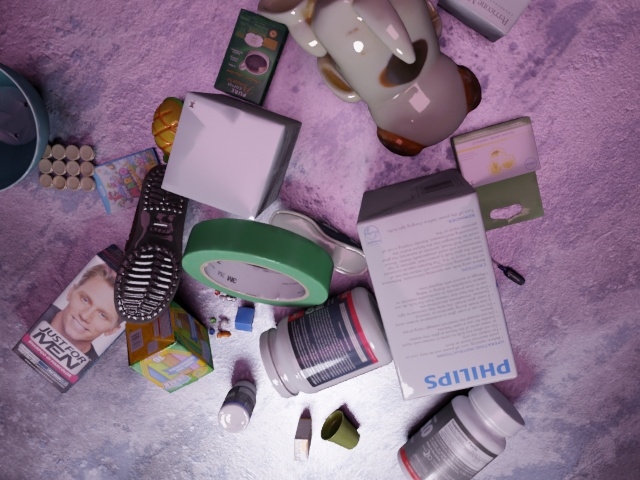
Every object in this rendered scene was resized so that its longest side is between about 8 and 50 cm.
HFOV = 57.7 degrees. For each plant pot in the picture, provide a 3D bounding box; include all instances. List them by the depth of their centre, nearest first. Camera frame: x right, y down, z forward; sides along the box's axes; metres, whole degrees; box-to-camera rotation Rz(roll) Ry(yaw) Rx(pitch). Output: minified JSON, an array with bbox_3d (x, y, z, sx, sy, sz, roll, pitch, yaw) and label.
[{"bbox_3d":[-0.725,-0.264,1.282,0.291,0.195,0.289,0,108,0],"label":"plant pot"},{"bbox_3d":[0.056,0.487,1.464,0.079,0.083,0.083,41,103,-17],"label":"plant pot"}]

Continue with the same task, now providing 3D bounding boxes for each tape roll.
[{"bbox_3d":[-0.134,0.057,1.260,0.322,0.321,0.077,11,68,2],"label":"tape roll"}]

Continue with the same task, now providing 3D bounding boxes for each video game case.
[{"bbox_3d":[-0.454,-0.141,1.387,0.167,0.015,0.119,-16,102,9],"label":"video game case"}]

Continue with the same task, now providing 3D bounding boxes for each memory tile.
[{"bbox_3d":[-0.605,-0.174,1.386,0.148,0.012,0.113,5,102,10],"label":"memory tile"}]

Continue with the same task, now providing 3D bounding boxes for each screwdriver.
[{"bbox_3d":[0.405,0.052,1.359,0.170,0.024,0.025,33,133,3],"label":"screwdriver"}]

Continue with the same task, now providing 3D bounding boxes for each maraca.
[{"bbox_3d":[-0.326,-0.231,1.313,0.127,0.099,0.185,28,125,38],"label":"maraca"}]

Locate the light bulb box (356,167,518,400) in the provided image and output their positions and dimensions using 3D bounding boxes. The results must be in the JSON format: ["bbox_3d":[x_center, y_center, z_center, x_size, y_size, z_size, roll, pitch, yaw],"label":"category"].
[{"bbox_3d":[0.230,0.069,1.202,0.226,0.358,0.360,-14,103,10],"label":"light bulb box"}]

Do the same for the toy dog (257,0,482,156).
[{"bbox_3d":[0.149,-0.362,1.116,0.284,0.395,0.408,-45,130,0],"label":"toy dog"}]

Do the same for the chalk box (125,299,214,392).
[{"bbox_3d":[-0.344,0.265,1.389,0.132,0.132,0.213,-29,138,6],"label":"chalk box"}]

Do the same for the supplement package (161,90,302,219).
[{"bbox_3d":[-0.176,-0.186,1.225,0.200,0.262,0.197,20,104,1],"label":"supplement package"}]

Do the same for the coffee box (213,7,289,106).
[{"bbox_3d":[-0.151,-0.401,1.279,0.113,0.040,0.184,20,98,1],"label":"coffee box"}]

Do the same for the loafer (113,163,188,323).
[{"bbox_3d":[-0.375,0.011,1.329,0.134,0.130,0.365,16,90,-17],"label":"loafer"}]

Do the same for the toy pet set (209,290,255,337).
[{"bbox_3d":[-0.220,0.194,1.420,0.114,0.065,0.122,9,104,3],"label":"toy pet set"}]

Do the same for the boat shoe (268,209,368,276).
[{"bbox_3d":[0.000,0.000,1.349,0.255,0.079,0.095,23,102,-3],"label":"boat shoe"}]

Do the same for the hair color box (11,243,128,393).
[{"bbox_3d":[-0.573,0.194,1.431,0.174,0.105,0.347,43,102,-6],"label":"hair color box"}]

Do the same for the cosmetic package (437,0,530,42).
[{"bbox_3d":[0.351,-0.520,1.157,0.151,0.151,0.183,33,104,-2],"label":"cosmetic package"}]

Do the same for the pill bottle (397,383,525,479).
[{"bbox_3d":[0.335,0.478,1.390,0.161,0.161,0.283,41,103,-5],"label":"pill bottle"}]

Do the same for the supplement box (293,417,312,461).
[{"bbox_3d":[-0.044,0.499,1.459,0.036,0.098,0.062,1,103,5],"label":"supplement box"}]

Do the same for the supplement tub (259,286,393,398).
[{"bbox_3d":[0.016,0.239,1.345,0.273,0.191,0.191,-24,100,9],"label":"supplement tub"}]

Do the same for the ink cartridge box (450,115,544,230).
[{"bbox_3d":[0.401,-0.140,1.294,0.171,0.056,0.234,-15,99,8],"label":"ink cartridge box"}]

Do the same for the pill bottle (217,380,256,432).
[{"bbox_3d":[-0.201,0.405,1.431,0.078,0.137,0.078,1,103,4],"label":"pill bottle"}]
